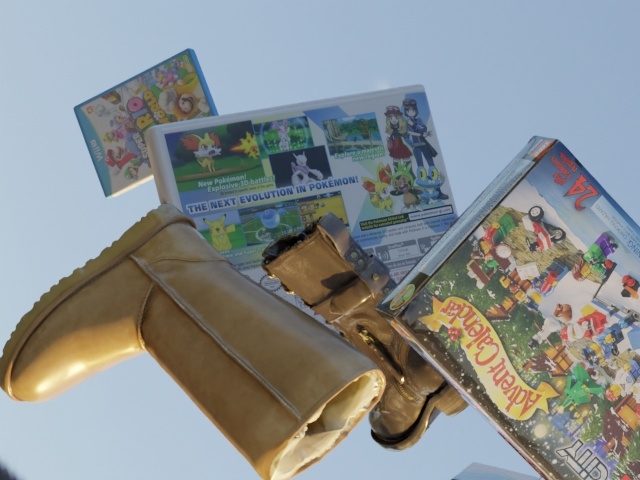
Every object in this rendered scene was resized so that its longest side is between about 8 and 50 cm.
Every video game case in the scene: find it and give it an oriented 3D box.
[{"bbox_3d":[-0.198,-0.135,2.182,0.015,0.166,0.119,3,64,-68],"label":"video game case"},{"bbox_3d":[0.000,0.000,1.999,0.036,0.329,0.300,-29,-106,64],"label":"video game case"}]

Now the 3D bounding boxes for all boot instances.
[{"bbox_3d":[-0.117,0.114,1.586,0.269,0.236,0.089,41,-7,32],"label":"boot"},{"bbox_3d":[0.039,0.077,1.754,0.229,0.091,0.263,39,-28,-2],"label":"boot"}]

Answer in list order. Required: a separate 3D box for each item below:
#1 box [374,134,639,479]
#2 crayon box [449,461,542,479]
[{"bbox_3d":[0.171,0.068,1.248,0.233,0.159,0.044,45,-7,-17],"label":"box"},{"bbox_3d":[0.165,0.346,1.978,0.323,0.083,0.203,18,85,-79],"label":"crayon box"}]
